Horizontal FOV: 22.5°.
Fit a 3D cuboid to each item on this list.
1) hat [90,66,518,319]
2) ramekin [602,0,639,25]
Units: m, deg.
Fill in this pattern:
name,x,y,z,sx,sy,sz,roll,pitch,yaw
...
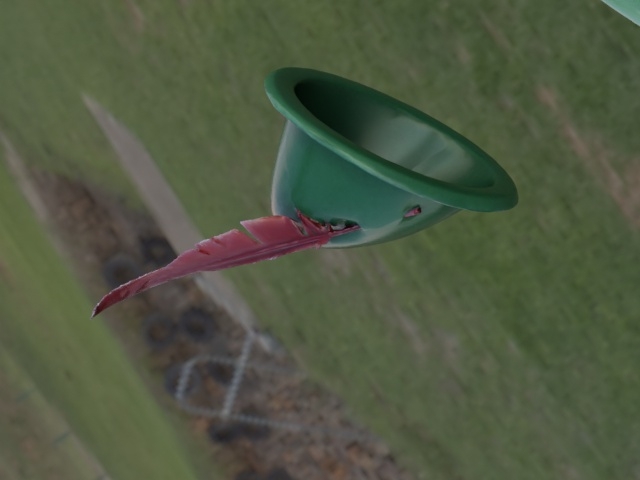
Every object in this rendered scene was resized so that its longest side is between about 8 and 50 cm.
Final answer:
name,x,y,z,sx,sy,sz,roll,pitch,yaw
hat,0.000,0.000,1.075,0.208,0.183,0.173,28,-161,6
ramekin,0.223,-0.267,1.068,0.303,0.148,0.303,40,179,1
